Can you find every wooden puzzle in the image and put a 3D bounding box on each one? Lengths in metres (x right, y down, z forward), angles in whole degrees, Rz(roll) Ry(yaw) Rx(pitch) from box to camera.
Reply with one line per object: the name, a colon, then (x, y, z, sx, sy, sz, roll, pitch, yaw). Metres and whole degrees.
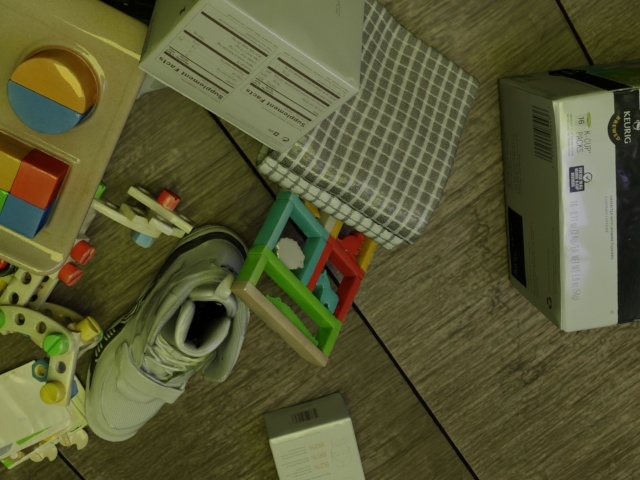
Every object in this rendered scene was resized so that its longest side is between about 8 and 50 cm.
wooden puzzle: (-0.403, -0.157, 1.091, 0.322, 0.080, 0.348, 26, 109, -6)

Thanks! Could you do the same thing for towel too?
towel: (0.072, -0.164, 1.224, 0.235, 0.121, 0.284, 29, 68, -16)

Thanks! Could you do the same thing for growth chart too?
growth chart: (-0.456, 0.264, 1.379, 0.237, 0.021, 0.172, -19, 109, -3)

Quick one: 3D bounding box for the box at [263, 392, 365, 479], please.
box: (-0.005, 0.346, 1.442, 0.130, 0.091, 0.171, -14, 108, -5)

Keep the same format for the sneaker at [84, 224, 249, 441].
sneaker: (-0.220, 0.157, 1.285, 0.137, 0.210, 0.366, 32, 99, -17)

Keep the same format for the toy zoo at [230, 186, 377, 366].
toy zoo: (0.000, 0.000, 1.280, 0.192, 0.030, 0.293, 49, 54, -37)

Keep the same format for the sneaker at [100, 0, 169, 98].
sneaker: (-0.319, -0.194, 1.208, 0.447, 0.169, 0.258, 9, 113, -3)

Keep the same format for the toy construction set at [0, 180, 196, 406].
toy construction set: (-0.331, 0.040, 1.259, 0.215, 0.151, 0.328, 37, 85, 13)

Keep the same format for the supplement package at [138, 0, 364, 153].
supplement package: (-0.070, -0.276, 1.079, 0.204, 0.262, 0.145, 29, 136, -28)

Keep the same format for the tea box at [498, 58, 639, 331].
tea box: (0.448, -0.078, 1.321, 0.323, 0.220, 0.329, -10, 108, -7)
